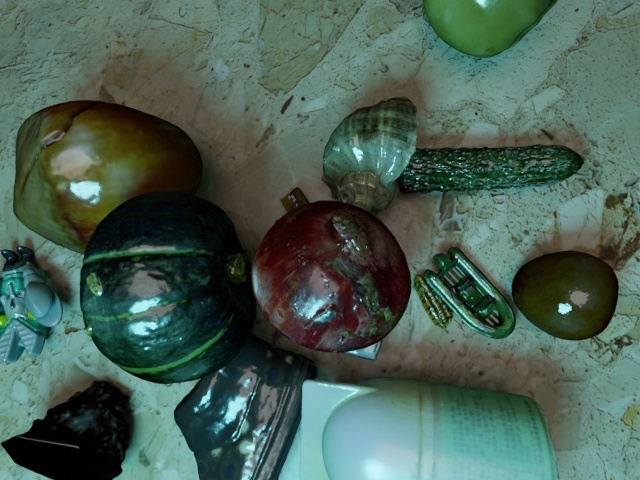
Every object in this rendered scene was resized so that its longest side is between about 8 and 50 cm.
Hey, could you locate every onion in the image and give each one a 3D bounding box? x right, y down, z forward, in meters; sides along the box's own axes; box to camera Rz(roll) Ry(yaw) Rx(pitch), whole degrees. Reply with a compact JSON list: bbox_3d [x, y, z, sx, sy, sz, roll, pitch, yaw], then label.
[{"bbox_3d":[0.022,0.058,0.734,0.276,0.276,0.277,-1,83,8],"label":"onion"}]

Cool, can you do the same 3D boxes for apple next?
[{"bbox_3d":[0.342,-0.507,0.839,0.262,0.262,0.263,-1,83,8],"label":"apple"}]

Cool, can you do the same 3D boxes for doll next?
[{"bbox_3d":[-0.704,0.143,0.955,0.195,0.153,0.258,-42,74,-13],"label":"doll"}]

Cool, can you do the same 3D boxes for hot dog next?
[{"bbox_3d":[0.232,0.124,0.878,0.049,0.037,0.122,-31,80,-1],"label":"hot dog"}]

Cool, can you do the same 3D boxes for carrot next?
[{"bbox_3d":[0.000,0.000,0.915,0.070,0.070,0.260,-33,77,3],"label":"carrot"}]

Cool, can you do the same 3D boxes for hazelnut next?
[{"bbox_3d":[-0.427,-0.137,0.873,0.372,0.316,0.372,2,39,-2],"label":"hazelnut"}]

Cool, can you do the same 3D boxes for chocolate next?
[{"bbox_3d":[-0.503,0.399,0.919,0.224,0.206,0.177,11,40,0],"label":"chocolate"},{"bbox_3d":[0.447,0.096,0.791,0.176,0.177,0.177,-1,83,8],"label":"chocolate"}]

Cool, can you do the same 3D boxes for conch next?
[{"bbox_3d":[0.085,-0.181,0.862,0.158,0.210,0.292,9,69,-7],"label":"conch"}]

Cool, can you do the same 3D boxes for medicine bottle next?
[{"bbox_3d":[0.163,0.369,0.755,0.405,0.236,0.236,5,83,8],"label":"medicine bottle"}]

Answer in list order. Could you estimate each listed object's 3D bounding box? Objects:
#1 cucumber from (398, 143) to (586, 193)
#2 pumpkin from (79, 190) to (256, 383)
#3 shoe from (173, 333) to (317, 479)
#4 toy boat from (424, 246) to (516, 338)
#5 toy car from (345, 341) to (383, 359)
[{"bbox_3d":[0.343,-0.151,0.872,0.359,0.096,0.096,-2,82,6],"label":"cucumber"},{"bbox_3d":[-0.243,0.075,0.716,0.241,0.323,0.324,-11,81,10],"label":"pumpkin"},{"bbox_3d":[-0.176,0.377,0.835,0.237,0.171,0.384,22,85,4],"label":"shoe"},{"bbox_3d":[0.304,0.108,0.859,0.104,0.052,0.210,-38,78,-17],"label":"toy boat"},{"bbox_3d":[0.023,0.184,0.864,0.209,0.108,0.090,12,84,10],"label":"toy car"}]
